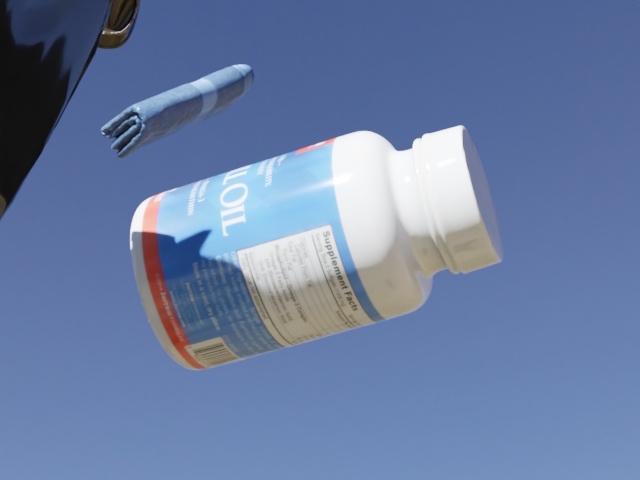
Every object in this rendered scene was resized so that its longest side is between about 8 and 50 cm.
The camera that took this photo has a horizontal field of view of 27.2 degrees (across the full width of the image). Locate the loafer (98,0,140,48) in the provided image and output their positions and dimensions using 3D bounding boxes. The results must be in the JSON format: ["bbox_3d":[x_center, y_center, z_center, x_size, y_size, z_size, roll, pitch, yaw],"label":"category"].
[{"bbox_3d":[-0.218,-0.308,1.352,0.080,0.220,0.078,2,-1,-15],"label":"loafer"}]

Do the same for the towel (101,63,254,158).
[{"bbox_3d":[-0.108,-0.103,1.034,0.119,0.029,0.067,-28,0,-38],"label":"towel"}]

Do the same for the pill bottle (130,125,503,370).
[{"bbox_3d":[0.000,0.000,0.859,0.222,0.124,0.124,-17,-28,13],"label":"pill bottle"}]

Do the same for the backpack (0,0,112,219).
[{"bbox_3d":[-0.307,-0.106,0.686,0.356,0.290,0.273,18,-29,11],"label":"backpack"}]
